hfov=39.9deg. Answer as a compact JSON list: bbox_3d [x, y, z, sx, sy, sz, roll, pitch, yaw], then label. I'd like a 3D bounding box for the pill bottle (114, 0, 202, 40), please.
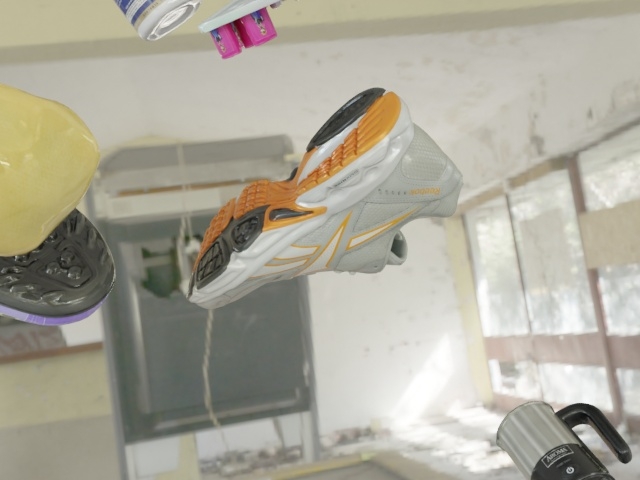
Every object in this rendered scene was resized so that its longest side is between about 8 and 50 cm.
[{"bbox_3d":[-0.228,-0.338,1.075,0.094,0.169,0.094,-37,2,2],"label":"pill bottle"}]

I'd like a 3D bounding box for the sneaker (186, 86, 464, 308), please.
[{"bbox_3d":[0.000,0.000,0.701,0.121,0.099,0.262,37,-51,-25],"label":"sneaker"}]

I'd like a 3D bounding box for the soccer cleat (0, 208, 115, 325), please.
[{"bbox_3d":[-0.287,0.011,0.694,0.318,0.116,0.108,18,40,22],"label":"soccer cleat"}]

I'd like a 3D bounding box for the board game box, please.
[{"bbox_3d":[0.097,-0.345,1.017,0.390,0.050,0.390,-15,23,26],"label":"board game box"}]

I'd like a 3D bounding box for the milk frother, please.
[{"bbox_3d":[0.300,0.283,1.063,0.129,0.143,0.135,-14,32,-13],"label":"milk frother"}]

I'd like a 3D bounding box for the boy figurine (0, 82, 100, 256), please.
[{"bbox_3d":[-0.244,-0.054,0.398,0.285,0.177,0.092,7,-58,-43],"label":"boy figurine"}]
